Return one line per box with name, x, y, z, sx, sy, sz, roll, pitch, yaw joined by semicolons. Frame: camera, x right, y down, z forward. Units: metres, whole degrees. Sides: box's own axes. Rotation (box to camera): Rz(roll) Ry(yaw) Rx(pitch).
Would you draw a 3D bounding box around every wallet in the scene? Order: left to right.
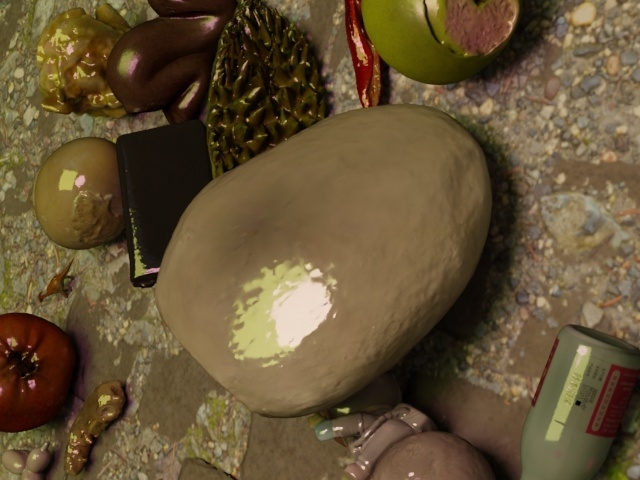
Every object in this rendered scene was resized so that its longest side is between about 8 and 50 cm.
wallet;-0.218;-0.053;1.818;0.149;0.044;0.250;-13;69;5

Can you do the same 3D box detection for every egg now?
egg;-0.363;-0.069;1.921;0.201;0.164;0.164;-54;47;42

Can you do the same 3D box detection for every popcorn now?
popcorn;-0.360;-0.274;1.954;0.167;0.185;0.187;-47;58;51

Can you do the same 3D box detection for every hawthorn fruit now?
hawthorn fruit;-0.503;0.219;1.994;0.225;0.196;0.196;-33;57;55

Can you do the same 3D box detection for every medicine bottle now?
medicine bottle;0.254;0.200;1.281;0.090;0.090;0.216;28;102;45

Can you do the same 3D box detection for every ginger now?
ginger;-0.350;0.282;1.916;0.173;0.051;0.069;-61;40;23

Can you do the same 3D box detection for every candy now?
candy;0.000;0.000;1.448;0.427;0.186;0.386;-34;45;5

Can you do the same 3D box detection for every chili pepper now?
chili pepper;0.061;-0.278;1.620;0.050;0.059;0.268;118;149;-75

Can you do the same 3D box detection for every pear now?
pear;0.133;-0.280;1.459;0.187;0.187;0.220;-68;24;10

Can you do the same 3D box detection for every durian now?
durian;-0.082;-0.178;1.729;0.198;0.163;0.394;102;163;-64

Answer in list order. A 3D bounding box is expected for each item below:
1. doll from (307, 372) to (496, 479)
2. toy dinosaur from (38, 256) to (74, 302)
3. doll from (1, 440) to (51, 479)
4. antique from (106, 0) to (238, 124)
doll;0.085;0.238;1.421;0.151;0.151;0.287;-62;40;16
toy dinosaur;-0.424;0.068;2.042;0.113;0.041;0.026;-42;50;25
doll;-0.452;0.404;1.981;0.160;0.059;0.161;-17;69;44
antique;-0.225;-0.304;1.840;0.121;0.143;0.257;43;111;56
